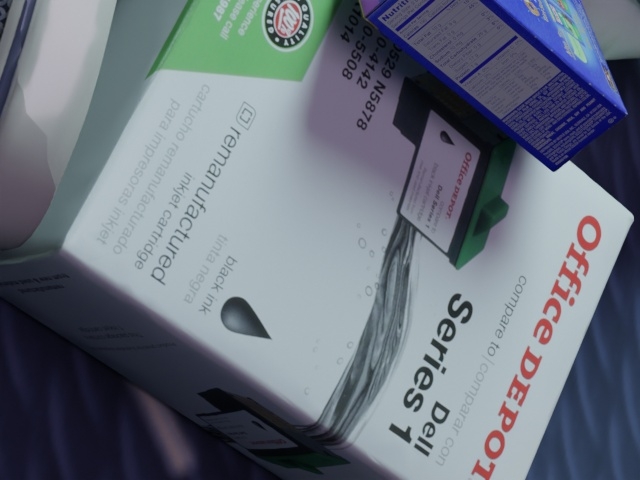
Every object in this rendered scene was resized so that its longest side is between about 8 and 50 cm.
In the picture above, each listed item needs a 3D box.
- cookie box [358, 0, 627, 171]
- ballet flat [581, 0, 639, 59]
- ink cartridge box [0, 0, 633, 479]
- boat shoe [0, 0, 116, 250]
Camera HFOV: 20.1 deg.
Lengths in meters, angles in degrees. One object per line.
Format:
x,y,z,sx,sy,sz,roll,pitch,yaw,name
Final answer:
0.059,-0.090,0.684,0.107,0.040,0.092,36,26,-30,cookie box
0.067,-0.145,0.761,0.348,0.123,0.123,33,69,-27,ballet flat
0.000,0.000,0.704,0.219,0.092,0.160,36,68,-26,ink cartridge box
-0.151,-0.172,0.612,0.158,0.127,0.340,11,72,-26,boat shoe
